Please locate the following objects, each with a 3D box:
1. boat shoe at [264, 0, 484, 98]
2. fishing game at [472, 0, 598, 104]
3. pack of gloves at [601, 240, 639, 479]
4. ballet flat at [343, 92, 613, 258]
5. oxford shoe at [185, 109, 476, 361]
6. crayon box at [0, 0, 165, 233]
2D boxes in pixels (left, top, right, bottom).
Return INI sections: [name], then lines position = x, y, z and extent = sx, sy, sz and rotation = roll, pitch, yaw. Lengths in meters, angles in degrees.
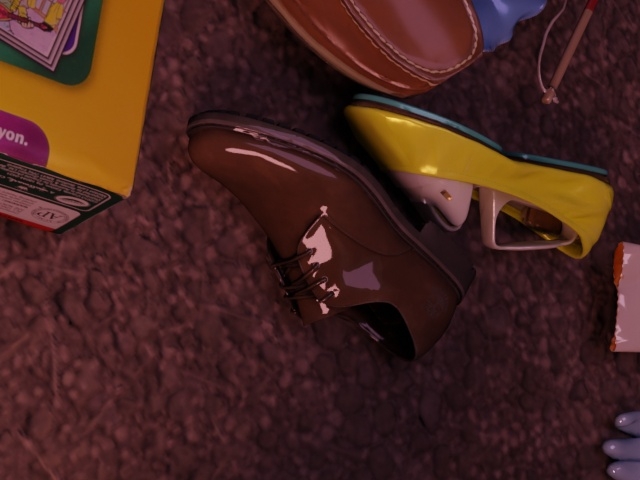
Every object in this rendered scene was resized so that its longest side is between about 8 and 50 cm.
[boat shoe]
position = -0.003, -0.241, 1.103
extent = 0.122, 0.120, 0.324
rotation = -37, 92, -23
[fishing game]
position = 0.084, -0.213, 1.230
extent = 0.264, 0.041, 0.189
rotation = 34, 60, -13
[pack of gloves]
position = 0.298, 0.114, 1.298
extent = 0.232, 0.046, 0.195
rotation = 10, 84, -29
[ballet flat]
position = 0.111, -0.037, 1.183
extent = 0.231, 0.077, 0.077
rotation = 15, 86, -32
[oxford shoe]
position = 0.000, 0.000, 1.089
extent = 0.227, 0.083, 0.096
rotation = 37, 64, -20
[crayon box]
position = -0.260, -0.208, 0.951
extent = 0.363, 0.106, 0.313
rotation = 19, 66, -30
